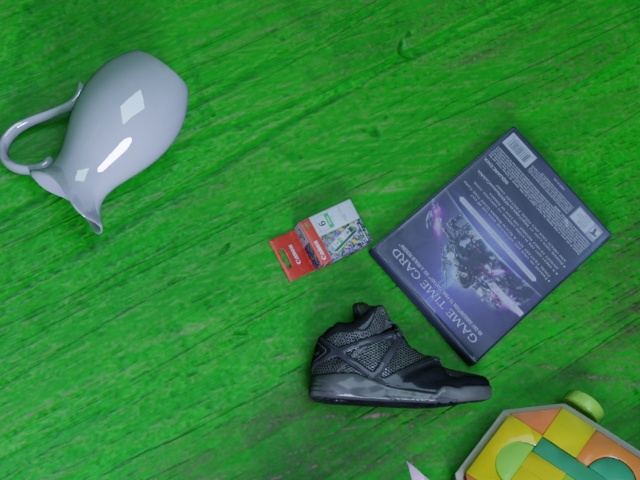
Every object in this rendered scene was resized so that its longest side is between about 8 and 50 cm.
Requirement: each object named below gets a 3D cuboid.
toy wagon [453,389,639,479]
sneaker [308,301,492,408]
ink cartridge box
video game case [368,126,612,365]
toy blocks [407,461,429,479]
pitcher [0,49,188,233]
[{"bbox_3d":[0.333,0.342,1.866,0.344,0.068,0.267,33,63,18],"label":"toy wagon"},{"bbox_3d":[0.102,0.140,1.900,0.227,0.087,0.130,6,77,-8],"label":"sneaker"},{"bbox_3d":[0.000,0.000,1.949,0.115,0.029,0.063,-25,81,-22],"label":"ink cartridge box"},{"bbox_3d":[0.222,0.004,2.013,0.274,0.026,0.196,-40,86,-22],"label":"video game case"},{"bbox_3d":[0.110,0.430,1.686,0.260,0.309,0.288,-42,88,-17],"label":"toy blocks"},{"bbox_3d":[-0.273,-0.137,1.879,0.178,0.125,0.207,33,78,13],"label":"pitcher"}]
